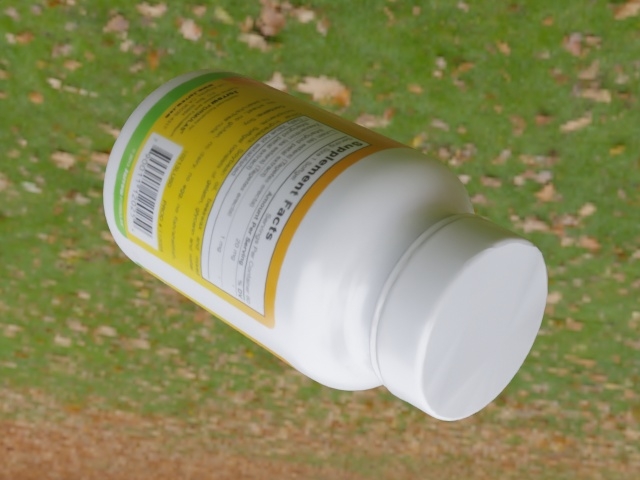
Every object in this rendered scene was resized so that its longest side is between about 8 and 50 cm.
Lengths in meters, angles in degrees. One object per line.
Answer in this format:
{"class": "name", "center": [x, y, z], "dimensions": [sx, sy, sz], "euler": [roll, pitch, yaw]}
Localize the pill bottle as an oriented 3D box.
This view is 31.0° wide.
{"class": "pill bottle", "center": [0.000, 0.000, 0.650], "dimensions": [0.245, 0.136, 0.136], "euler": [29, 180, 39]}
